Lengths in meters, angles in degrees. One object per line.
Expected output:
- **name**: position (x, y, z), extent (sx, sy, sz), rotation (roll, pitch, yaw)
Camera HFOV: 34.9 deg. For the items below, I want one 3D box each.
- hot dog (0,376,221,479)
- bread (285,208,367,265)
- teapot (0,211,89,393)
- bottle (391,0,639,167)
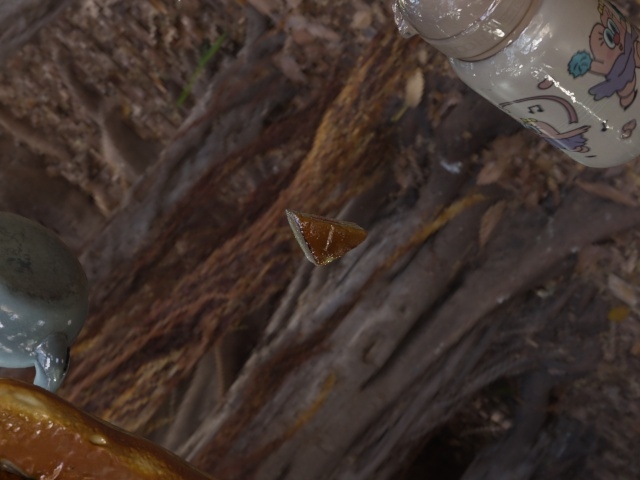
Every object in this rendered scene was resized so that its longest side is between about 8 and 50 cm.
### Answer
- **hot dog**: position (-0.170, 0.224, 0.825), extent (0.100, 0.135, 0.337), rotation (-19, 138, 41)
- **bread**: position (0.000, 0.000, 1.244), extent (0.109, 0.062, 0.043), rotation (15, -172, -28)
- **teapot**: position (-0.363, 0.061, 1.162), extent (0.294, 0.129, 0.193), rotation (50, -155, 19)
- **bottle**: position (0.142, -0.132, 0.649), extent (0.209, 0.110, 0.097), rotation (26, -141, -39)
